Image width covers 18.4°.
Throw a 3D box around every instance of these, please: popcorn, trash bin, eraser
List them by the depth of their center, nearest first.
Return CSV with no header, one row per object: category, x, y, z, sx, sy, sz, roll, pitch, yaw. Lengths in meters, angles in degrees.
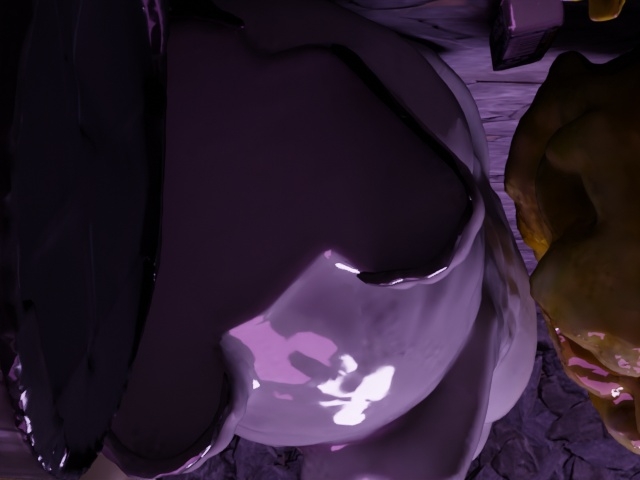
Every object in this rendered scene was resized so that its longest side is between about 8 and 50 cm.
trash bin,-0.211,-0.022,0.638,0.301,0.203,0.252,0,131,9
eraser,0.088,-0.092,0.860,0.027,0.019,0.099,-14,175,-1
popcorn,0.181,-0.001,0.877,0.226,0.203,0.200,7,173,34

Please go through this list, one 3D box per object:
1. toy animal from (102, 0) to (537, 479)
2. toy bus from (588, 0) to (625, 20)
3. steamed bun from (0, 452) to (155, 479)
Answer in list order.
toy animal,0.000,0.000,0.876,0.194,0.258,0.357,-29,168,13
toy bus,-0.005,-0.104,0.454,0.226,0.081,0.074,4,174,-30
steamed bun,-0.221,0.024,0.882,0.346,0.237,0.394,40,-145,27
